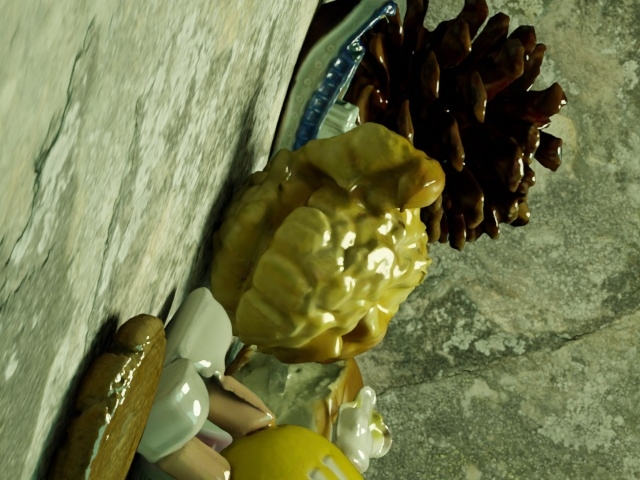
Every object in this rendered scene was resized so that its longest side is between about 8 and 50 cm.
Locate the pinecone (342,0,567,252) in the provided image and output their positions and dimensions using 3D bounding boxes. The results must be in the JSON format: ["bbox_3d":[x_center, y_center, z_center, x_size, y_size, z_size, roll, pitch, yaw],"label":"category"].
[{"bbox_3d":[0.172,-0.171,2.392,0.398,0.397,0.398,19,90,-86],"label":"pinecone"}]

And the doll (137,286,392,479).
[{"bbox_3d":[-0.044,0.246,1.643,0.161,0.423,0.348,-22,-132,36],"label":"doll"}]

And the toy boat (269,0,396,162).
[{"bbox_3d":[0.024,-0.173,2.032,0.114,0.115,0.262,-60,169,-71],"label":"toy boat"}]

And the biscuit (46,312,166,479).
[{"bbox_3d":[-0.182,0.166,1.389,0.226,0.042,0.226,21,90,-85],"label":"biscuit"}]

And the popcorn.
[{"bbox_3d":[0.000,0.000,1.812,0.265,0.225,0.332,-25,161,-42],"label":"popcorn"}]

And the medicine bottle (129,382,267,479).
[{"bbox_3d":[-0.132,0.241,1.793,0.135,0.135,0.168,-63,172,-63],"label":"medicine bottle"}]

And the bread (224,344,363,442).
[{"bbox_3d":[-0.055,0.271,2.324,0.250,0.224,0.279,-61,166,-74],"label":"bread"}]
